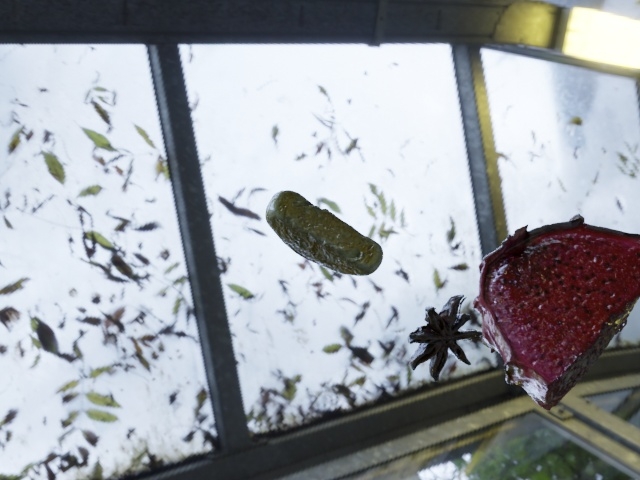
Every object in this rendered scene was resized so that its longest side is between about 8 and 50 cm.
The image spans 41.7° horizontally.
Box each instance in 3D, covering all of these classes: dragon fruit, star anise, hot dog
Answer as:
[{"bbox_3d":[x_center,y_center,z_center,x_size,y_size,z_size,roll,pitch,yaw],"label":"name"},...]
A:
[{"bbox_3d":[0.264,0.073,0.980,0.274,0.161,0.126,-39,-26,-30],"label":"dragon fruit"},{"bbox_3d":[0.182,0.146,1.273,0.141,0.042,0.141,-10,-70,-28],"label":"star anise"},{"bbox_3d":[0.000,0.000,0.596,0.090,0.034,0.030,31,-128,0],"label":"hot dog"}]
